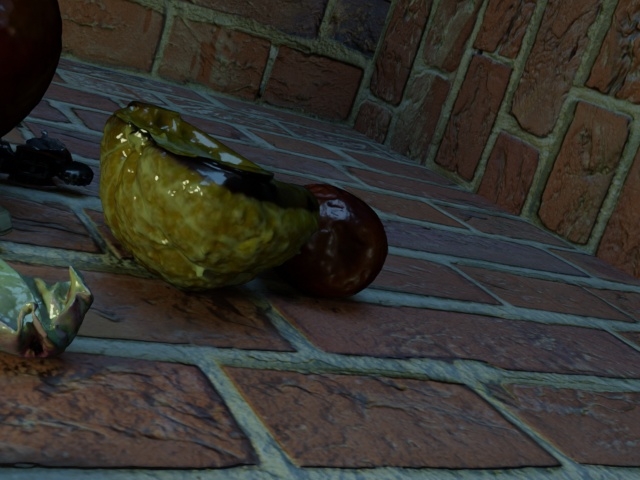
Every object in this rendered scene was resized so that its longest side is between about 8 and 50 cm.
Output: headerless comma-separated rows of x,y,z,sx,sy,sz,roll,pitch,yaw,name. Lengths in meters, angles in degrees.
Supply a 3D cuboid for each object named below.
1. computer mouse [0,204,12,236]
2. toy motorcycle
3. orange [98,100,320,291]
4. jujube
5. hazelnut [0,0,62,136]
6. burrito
-0.465,-0.038,1.213,0.181,0.056,0.089,31,22,36,computer mouse
-0.481,-0.138,1.525,0.213,0.082,0.122,10,17,-35,toy motorcycle
-0.171,-0.045,1.299,0.271,0.210,0.368,10,14,-39,orange
0.000,0.000,1.472,0.190,0.190,0.255,15,-3,-12,jujube
-0.565,-0.272,1.315,0.421,0.353,0.421,-9,36,6,hazelnut
-0.353,0.057,0.932,0.229,0.089,0.144,19,28,4,burrito
